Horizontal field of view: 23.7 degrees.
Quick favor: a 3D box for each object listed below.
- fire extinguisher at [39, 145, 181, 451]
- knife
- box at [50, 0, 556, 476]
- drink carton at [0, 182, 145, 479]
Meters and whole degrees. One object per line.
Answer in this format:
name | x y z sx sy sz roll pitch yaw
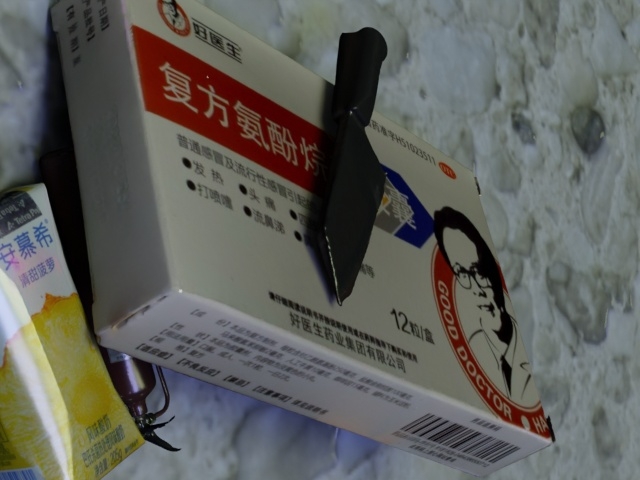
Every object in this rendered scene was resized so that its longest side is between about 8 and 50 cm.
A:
fire extinguisher | -0.113 0.032 0.836 0.049 0.035 0.173 -102 178 -81
knife | 0.022 -0.043 0.893 0.060 0.028 0.230 57 27 -32
box | 0.000 0.000 0.898 0.353 0.069 0.214 27 41 -48
drink carton | -0.158 0.028 0.739 0.084 0.074 0.200 -35 110 -50
